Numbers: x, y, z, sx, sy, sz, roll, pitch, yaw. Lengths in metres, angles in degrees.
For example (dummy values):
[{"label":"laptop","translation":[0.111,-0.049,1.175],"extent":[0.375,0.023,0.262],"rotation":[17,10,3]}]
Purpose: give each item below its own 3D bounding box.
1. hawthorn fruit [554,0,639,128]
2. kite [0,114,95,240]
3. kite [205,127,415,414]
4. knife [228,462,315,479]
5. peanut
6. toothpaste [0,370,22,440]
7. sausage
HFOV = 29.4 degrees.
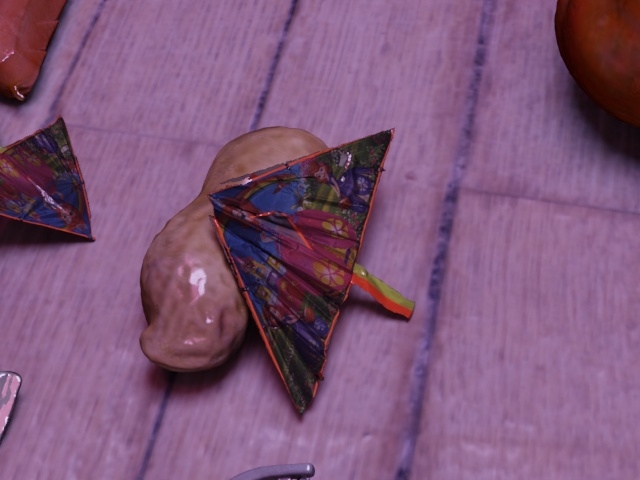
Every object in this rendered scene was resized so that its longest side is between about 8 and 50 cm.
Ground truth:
[{"label":"hawthorn fruit","translation":[0.341,-0.197,0.956],"extent":[0.298,0.277,0.277],"rotation":[33,54,-9]},{"label":"kite","translation":[-0.237,-0.053,0.955],"extent":[0.159,0.010,0.190],"rotation":[45,30,0]},{"label":"kite","translation":[0.000,0.000,0.881],"extent":[0.183,0.014,0.241],"rotation":[33,61,-19]},{"label":"knife","translation":[-0.141,0.205,0.760],"extent":[0.278,0.053,0.123],"rotation":[-1,56,1]},{"label":"peanut","translation":[-0.064,0.002,0.900],"extent":[0.104,0.086,0.228],"rotation":[31,59,10]},{"label":"toothpaste","translation":[-0.309,0.098,0.861],"extent":[0.197,0.035,0.057],"rotation":[13,69,9]},{"label":"sausage","translation":[-0.262,-0.187,1.071],"extent":[0.065,0.065,0.169],"rotation":[5,52,5]}]
